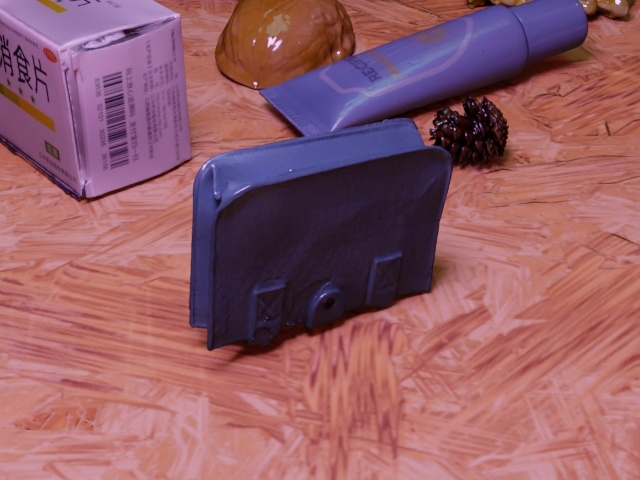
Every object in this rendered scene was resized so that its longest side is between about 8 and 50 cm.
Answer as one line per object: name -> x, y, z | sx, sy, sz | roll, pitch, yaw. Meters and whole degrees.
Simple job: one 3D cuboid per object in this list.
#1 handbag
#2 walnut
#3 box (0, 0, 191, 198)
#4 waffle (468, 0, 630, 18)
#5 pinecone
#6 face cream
handbag -> 0.000, 0.000, 1.130 | 0.229, 0.179, 0.062 | -12, 33, -28
walnut -> -0.042, -0.266, 1.623 | 0.167, 0.087, 0.211 | 10, 34, 11
box -> -0.285, -0.194, 1.440 | 0.145, 0.173, 0.333 | -25, 39, -30
waffle -> 0.317, -0.355, 1.784 | 0.243, 0.058, 0.238 | 7, 30, 10
pinecone -> 0.155, -0.111, 1.387 | 0.083, 0.077, 0.077 | -25, 32, 9
face cream -> 0.129, -0.201, 1.520 | 0.385, 0.086, 0.135 | -20, 36, -18
